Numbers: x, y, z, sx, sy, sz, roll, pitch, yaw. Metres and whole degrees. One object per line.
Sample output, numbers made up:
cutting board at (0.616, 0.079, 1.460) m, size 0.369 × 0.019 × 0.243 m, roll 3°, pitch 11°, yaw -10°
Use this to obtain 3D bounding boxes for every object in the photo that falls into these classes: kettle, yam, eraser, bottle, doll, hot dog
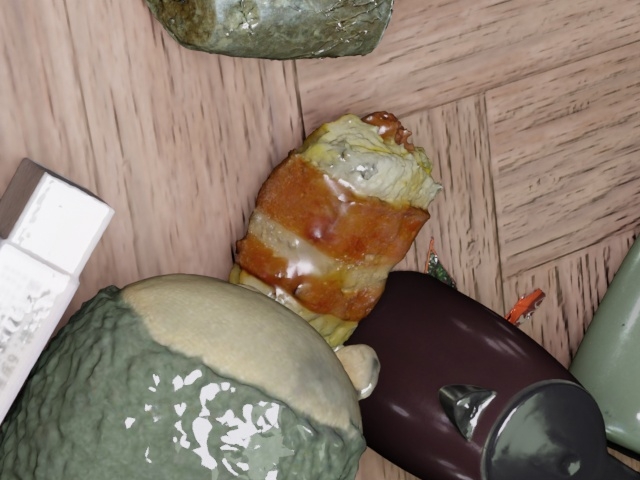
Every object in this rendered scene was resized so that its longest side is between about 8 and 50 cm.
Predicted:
kettle at (0.124, 0.135, 1.277) m, size 0.202 × 0.232 × 0.144 m, roll 36°, pitch 87°, yaw -31°
yam at (-0.029, -0.175, 1.169) m, size 0.183 × 0.107 × 0.107 m, roll -4°, pitch 108°, yaw -29°
eraser at (-0.215, 0.052, 1.104) m, size 0.068 × 0.124 × 0.210 m, roll 30°, pitch 89°, yaw -16°
bottle at (0.341, 0.029, 1.436) m, size 0.168 × 0.168 × 0.347 m, roll 31°, pitch 83°, yaw -36°
doll at (-0.107, 0.194, 1.104) m, size 0.247 × 0.247 × 0.349 m, roll 26°, pitch 90°, yaw -36°
hot dog at (0.000, 0.000, 1.249) m, size 0.213 × 0.103 × 0.146 m, roll -54°, pitch 147°, yaw 5°

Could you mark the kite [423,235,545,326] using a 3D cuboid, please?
kite at (0.120, 0.103, 1.409) m, size 0.189 × 0.009 × 0.232 m, roll -44°, pitch 124°, yaw -13°
